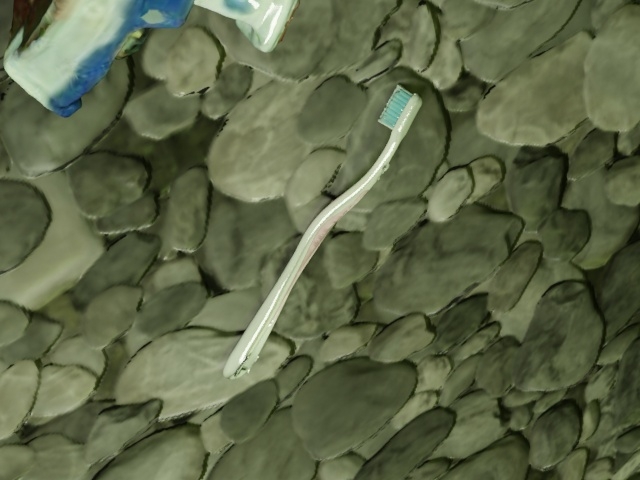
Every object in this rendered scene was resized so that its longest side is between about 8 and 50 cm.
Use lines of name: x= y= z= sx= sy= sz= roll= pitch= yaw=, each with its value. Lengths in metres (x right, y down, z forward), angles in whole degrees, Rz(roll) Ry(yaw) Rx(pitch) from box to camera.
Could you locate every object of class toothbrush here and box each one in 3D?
toothbrush: x=0.000 y=0.000 z=0.898 sx=0.204 sy=0.022 sz=0.017 roll=-58 pitch=153 yaw=15

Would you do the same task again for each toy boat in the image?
toy boat: x=-0.045 y=-0.165 z=0.652 sx=0.115 sy=0.114 sz=0.262 roll=10 pitch=112 yaw=-29
